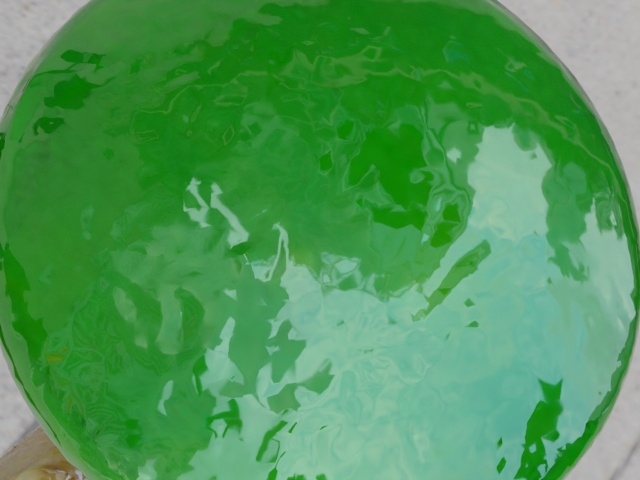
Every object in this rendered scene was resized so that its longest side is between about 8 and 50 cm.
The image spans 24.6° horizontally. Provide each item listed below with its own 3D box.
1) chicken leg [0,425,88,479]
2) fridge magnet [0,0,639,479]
[{"bbox_3d":[-0.131,0.120,0.917,0.087,0.107,0.251,46,72,-14],"label":"chicken leg"},{"bbox_3d":[0.000,0.000,0.456,0.208,0.088,0.208,4,68,-11],"label":"fridge magnet"}]
